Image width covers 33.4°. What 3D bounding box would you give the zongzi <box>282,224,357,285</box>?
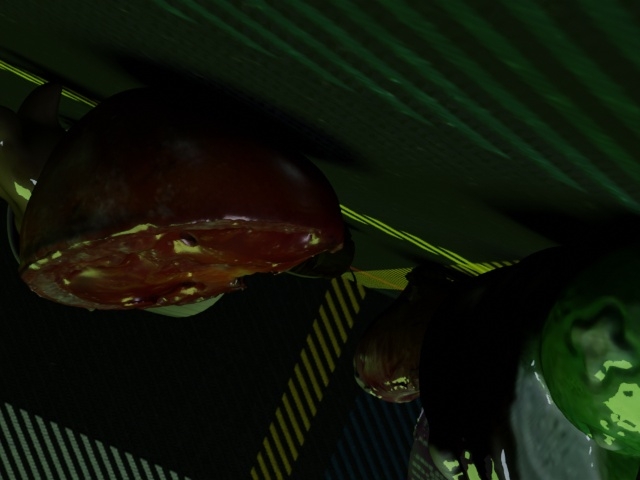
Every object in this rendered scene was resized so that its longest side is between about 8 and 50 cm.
[{"bbox_3d":[0.000,0.000,1.184,0.187,0.084,0.184,17,171,-35],"label":"zongzi"}]

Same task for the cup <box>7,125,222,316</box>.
[{"bbox_3d":[-0.285,-0.026,1.480,0.288,0.208,0.273,19,176,37],"label":"cup"}]

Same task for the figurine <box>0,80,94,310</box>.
[{"bbox_3d":[-0.226,-0.059,1.067,0.247,0.173,0.177,57,160,-17],"label":"figurine"}]

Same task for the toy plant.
[{"bbox_3d":[0.167,0.088,0.622,0.235,0.175,0.218,10,137,56],"label":"toy plant"}]

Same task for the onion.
[{"bbox_3d":[0.143,0.111,1.317,0.230,0.163,0.230,-20,171,-3],"label":"onion"}]

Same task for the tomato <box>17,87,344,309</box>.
[{"bbox_3d":[-0.105,-0.036,0.758,0.233,0.139,0.200,-19,163,27],"label":"tomato"}]

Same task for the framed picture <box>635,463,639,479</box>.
[{"bbox_3d":[0.210,0.126,0.330,0.241,0.324,0.020,22,132,10],"label":"framed picture"}]

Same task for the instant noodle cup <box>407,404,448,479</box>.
[{"bbox_3d":[0.250,0.211,0.921,0.266,0.339,0.340,30,-178,37],"label":"instant noodle cup"}]
